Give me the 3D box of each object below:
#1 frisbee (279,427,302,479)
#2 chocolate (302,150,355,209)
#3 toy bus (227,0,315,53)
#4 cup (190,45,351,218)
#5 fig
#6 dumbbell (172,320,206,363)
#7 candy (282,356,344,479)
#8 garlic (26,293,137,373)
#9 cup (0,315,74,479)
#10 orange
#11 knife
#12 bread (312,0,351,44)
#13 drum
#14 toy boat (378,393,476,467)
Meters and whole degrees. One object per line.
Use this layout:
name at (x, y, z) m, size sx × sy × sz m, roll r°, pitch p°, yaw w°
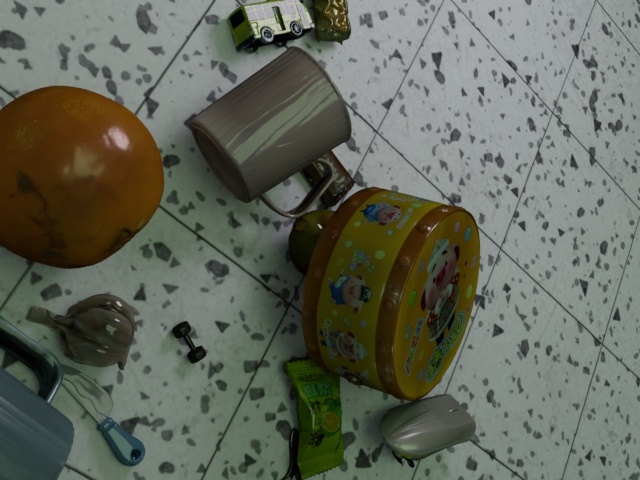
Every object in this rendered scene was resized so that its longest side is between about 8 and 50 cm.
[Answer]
frisbee at (-0.058, 0.491, 1.623) m, size 0.210 × 0.012 × 0.188 m, roll 10°, pitch 77°, yaw -33°
chocolate at (-0.030, -0.223, 1.723) m, size 0.102 × 0.065 × 0.329 m, roll -47°, pitch 112°, yaw -32°
toy bus at (-0.107, -0.478, 1.693) m, size 0.175 × 0.088 × 0.101 m, roll -23°, pitch 95°, yaw -35°
cup at (-0.092, -0.209, 1.573) m, size 0.273 × 0.208 × 0.288 m, roll -36°, pitch 142°, yaw -16°
fig at (0.000, 0.000, 1.656) m, size 0.166 × 0.154 × 0.144 m, roll 48°, pitch 32°, yaw -62°
dumbbell at (-0.258, 0.199, 1.510) m, size 0.083 × 0.040 × 0.036 m, roll 61°, pitch 23°, yaw -11°
candy at (-0.001, 0.372, 1.643) m, size 0.149 × 0.069 × 0.247 m, roll 1°, pitch 82°, yaw -41°
garlic at (-0.418, 0.149, 1.364) m, size 0.194 × 0.127 × 0.131 m, roll 26°, pitch 71°, yaw -9°
cup at (-0.571, 0.277, 1.178) m, size 0.257 × 0.331 × 0.311 m, roll -43°, pitch 113°, yaw 3°
orange at (-0.419, -0.105, 1.282) m, size 0.312 × 0.312 × 0.312 m, roll 6°, pitch 79°, yaw -35°
knife at (-0.401, 0.309, 1.402) m, size 0.058 × 0.032 × 0.244 m, roll -39°, pitch 101°, yaw -31°
bread at (0.016, -0.598, 1.800) m, size 0.098 × 0.087 × 0.270 m, roll -5°, pitch 86°, yaw -35°
drum at (0.157, 0.110, 1.608) m, size 0.431 × 0.214 × 0.432 m, roll -32°, pitch 129°, yaw -50°
toy boat at (0.232, 0.441, 1.775) m, size 0.269 × 0.140 × 0.141 m, roll -14°, pitch 91°, yaw -37°
